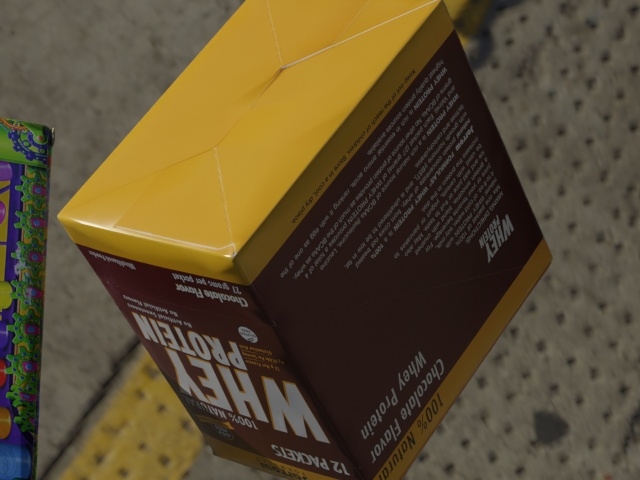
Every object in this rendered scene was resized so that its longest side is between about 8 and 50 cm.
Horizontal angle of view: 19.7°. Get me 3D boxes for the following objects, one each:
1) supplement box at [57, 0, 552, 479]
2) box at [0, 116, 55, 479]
[{"bbox_3d":[0.000,0.000,0.989,0.129,0.194,0.191,12,53,40],"label":"supplement box"},{"bbox_3d":[-0.304,0.074,1.006,0.279,0.177,0.290,10,52,-17],"label":"box"}]
